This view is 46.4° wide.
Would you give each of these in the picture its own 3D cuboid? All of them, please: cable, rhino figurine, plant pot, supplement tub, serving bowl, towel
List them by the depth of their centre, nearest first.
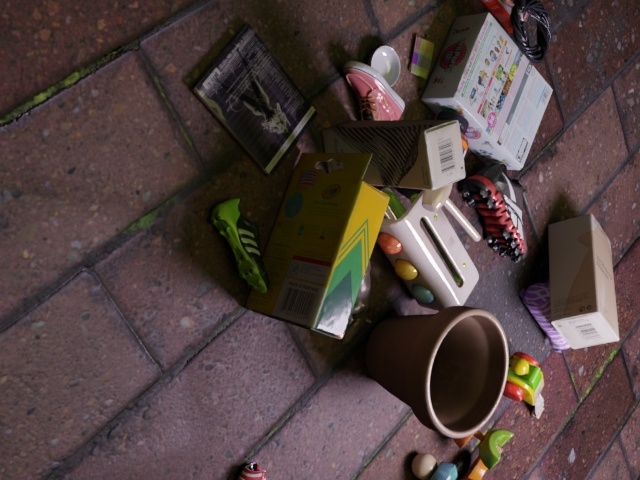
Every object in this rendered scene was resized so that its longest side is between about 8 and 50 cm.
[{"bbox_3d":[0.061,0.117,1.465,0.106,0.073,0.243,-48,145,-38],"label":"rhino figurine"},{"bbox_3d":[0.124,-0.351,1.513,0.083,0.027,0.083,-6,99,-40],"label":"serving bowl"},{"bbox_3d":[0.223,0.250,1.548,0.263,0.229,0.263,-6,100,-39],"label":"plant pot"},{"bbox_3d":[0.251,-0.176,1.594,0.106,0.106,0.197,34,75,-38],"label":"supplement tub"},{"bbox_3d":[0.216,-0.393,1.598,0.060,0.009,0.083,11,89,-41],"label":"towel"},{"bbox_3d":[0.492,-0.484,1.717,0.184,0.047,0.150,23,63,-49],"label":"cable"}]

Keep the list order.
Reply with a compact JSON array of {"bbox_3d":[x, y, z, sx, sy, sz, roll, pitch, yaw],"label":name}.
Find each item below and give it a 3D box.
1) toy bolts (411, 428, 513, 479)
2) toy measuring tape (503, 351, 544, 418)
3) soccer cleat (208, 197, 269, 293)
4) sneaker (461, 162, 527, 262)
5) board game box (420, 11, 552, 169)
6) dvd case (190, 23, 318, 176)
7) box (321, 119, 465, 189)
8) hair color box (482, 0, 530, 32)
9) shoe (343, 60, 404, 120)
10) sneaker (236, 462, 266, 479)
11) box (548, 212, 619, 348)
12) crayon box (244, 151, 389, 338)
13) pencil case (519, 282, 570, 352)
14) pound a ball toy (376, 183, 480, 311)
[{"bbox_3d":[0.311,0.518,1.757,0.228,0.158,0.218,-45,163,-38],"label":"toy bolts"},{"bbox_3d":[0.509,0.370,1.914,0.121,0.121,0.330,-58,149,-18],"label":"toy measuring tape"},{"bbox_3d":[-0.128,0.008,1.318,0.072,0.060,0.179,-36,105,-37],"label":"soccer cleat"},{"bbox_3d":[0.440,-0.071,1.773,0.135,0.098,0.276,-47,122,-23],"label":"sneaker"},{"bbox_3d":[0.384,-0.331,1.693,0.303,0.097,0.224,35,72,-39],"label":"board game box"},{"bbox_3d":[-0.111,-0.248,1.336,0.221,0.018,0.164,48,65,-33],"label":"dvd case"},{"bbox_3d":[0.130,-0.163,1.381,0.094,0.275,0.113,-23,109,-36],"label":"box"},{"bbox_3d":[0.433,-0.555,1.737,0.141,0.043,0.072,31,76,-38],"label":"hair color box"},{"bbox_3d":[0.100,-0.276,1.479,0.178,0.063,0.081,34,69,-42],"label":"shoe"},{"bbox_3d":[-0.109,0.463,1.419,0.118,0.042,0.067,28,81,-37],"label":"sneaker"},{"bbox_3d":[0.664,0.100,1.895,0.148,0.121,0.311,42,44,-36],"label":"box"},{"bbox_3d":[0.000,0.000,1.342,0.081,0.202,0.318,26,80,-39],"label":"crayon box"},{"bbox_3d":[0.603,0.199,1.956,0.086,0.088,0.206,-50,125,-20],"label":"pencil case"},{"bbox_3d":[0.218,0.014,1.526,0.135,0.208,0.319,-52,125,-23],"label":"pound a ball toy"}]
